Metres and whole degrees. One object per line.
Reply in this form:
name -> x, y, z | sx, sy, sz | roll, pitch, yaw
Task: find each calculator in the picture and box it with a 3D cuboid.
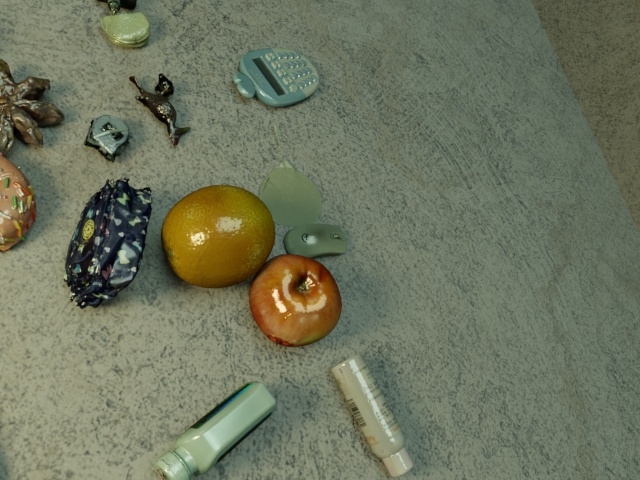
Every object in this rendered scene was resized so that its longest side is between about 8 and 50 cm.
calculator -> -0.125, -0.464, 1.571 | 0.303, 0.042, 0.188 | -29, 82, -38

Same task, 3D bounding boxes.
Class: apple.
apple -> -0.054, 0.130, 1.206 | 0.209, 0.164, 0.209 | 13, 58, -21

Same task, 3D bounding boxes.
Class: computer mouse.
computer mouse -> 0.000, 0.000, 1.380 | 0.182, 0.056, 0.089 | -4, 71, -32

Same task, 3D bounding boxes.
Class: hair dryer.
hair dryer -> -0.505, -0.590, 1.371 | 0.100, 0.057, 0.197 | 8, 35, -25

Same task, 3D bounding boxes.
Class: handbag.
handbag -> -0.415, 0.003, 1.075 | 0.113, 0.162, 0.260 | 23, 54, -34

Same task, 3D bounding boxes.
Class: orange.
orange -> -0.211, -0.009, 1.159 | 0.236, 0.236, 0.236 | 14, 58, -23

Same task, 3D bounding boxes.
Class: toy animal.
toy animal -> -0.382, -0.318, 1.339 | 0.105, 0.070, 0.202 | -20, 81, -25

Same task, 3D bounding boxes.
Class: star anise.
star anise -> -0.640, -0.286, 1.154 | 0.212, 0.073, 0.197 | 44, 54, -5

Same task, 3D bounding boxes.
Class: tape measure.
tape measure -> -0.474, -0.232, 1.232 | 0.091, 0.054, 0.094 | 33, 54, -18

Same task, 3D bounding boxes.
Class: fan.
fan -> -0.090, -0.174, 1.449 | 0.182, 0.010, 0.310 | -1, 68, -31

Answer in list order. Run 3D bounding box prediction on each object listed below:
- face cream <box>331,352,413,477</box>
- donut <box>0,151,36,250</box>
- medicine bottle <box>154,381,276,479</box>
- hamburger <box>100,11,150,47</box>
face cream -> 0.118, 0.385, 1.218 | 0.082, 0.082, 0.269 | -18, 74, -36
donut -> -0.652, -0.094, 1.034 | 0.233, 0.085, 0.199 | 17, 56, -23
medicine bottle -> -0.194, 0.359, 1.024 | 0.229, 0.121, 0.083 | -32, 84, -38
hamburger -> -0.484, -0.523, 1.391 | 0.121, 0.054, 0.084 | -15, 77, -32
